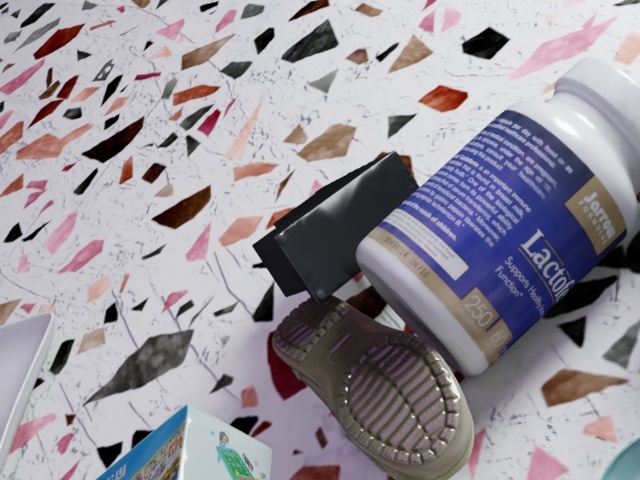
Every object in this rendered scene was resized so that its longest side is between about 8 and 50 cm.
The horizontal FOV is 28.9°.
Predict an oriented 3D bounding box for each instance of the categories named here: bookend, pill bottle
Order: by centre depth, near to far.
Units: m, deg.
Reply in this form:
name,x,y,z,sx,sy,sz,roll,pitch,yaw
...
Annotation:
name,x,y,z,sx,sy,sz,roll,pitch,yaw
pill bottle,0.172,-0.024,1.060,0.264,0.153,0.153,-43,35,-5
bookend,0.000,0.000,1.173,0.157,0.072,0.156,-37,7,-29

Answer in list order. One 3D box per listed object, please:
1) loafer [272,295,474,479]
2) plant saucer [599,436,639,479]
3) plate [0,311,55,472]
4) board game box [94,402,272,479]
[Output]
name,x,y,z,sx,sy,sz,roll,pitch,yaw
loafer,0.054,0.128,1.050,0.102,0.092,0.268,-44,33,-4
plant saucer,0.252,0.184,0.873,0.119,0.021,0.119,-23,39,20
plate,-0.433,0.225,1.421,0.277,0.045,0.278,-17,41,29
board game box,-0.146,0.314,0.966,0.224,0.097,0.303,-41,28,32
